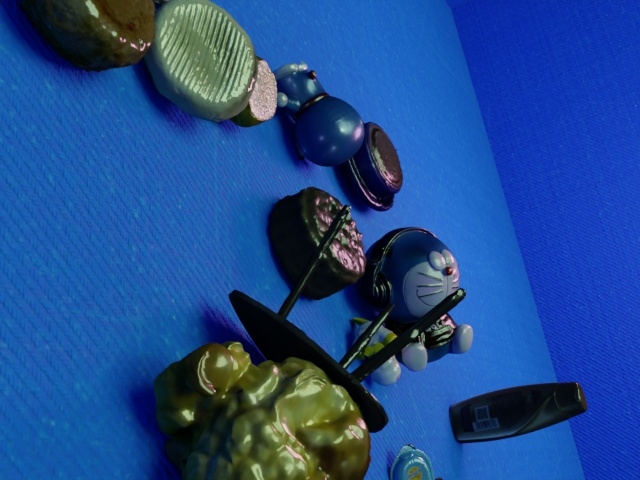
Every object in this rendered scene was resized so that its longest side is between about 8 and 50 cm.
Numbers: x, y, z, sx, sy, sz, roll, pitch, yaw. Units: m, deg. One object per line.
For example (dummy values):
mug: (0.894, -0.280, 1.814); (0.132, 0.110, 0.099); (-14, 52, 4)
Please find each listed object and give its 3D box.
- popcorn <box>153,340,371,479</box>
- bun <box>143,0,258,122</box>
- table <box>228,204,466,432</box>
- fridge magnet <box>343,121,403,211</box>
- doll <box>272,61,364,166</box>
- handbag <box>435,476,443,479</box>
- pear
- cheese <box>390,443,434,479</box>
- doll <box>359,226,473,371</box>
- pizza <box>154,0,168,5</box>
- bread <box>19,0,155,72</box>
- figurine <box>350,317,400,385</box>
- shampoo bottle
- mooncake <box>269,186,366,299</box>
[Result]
popcorn: (-0.088, 0.275, 0.967); (0.332, 0.225, 0.265); (42, 50, -27)
bun: (-0.216, -0.309, 1.247); (0.222, 0.127, 0.222); (5, 81, -31)
table: (0.070, 0.135, 1.162); (0.249, 0.317, 0.317); (-45, 118, -22)
fridge magnet: (0.133, -0.204, 1.875); (0.265, 0.113, 0.265); (41, 37, -42)
doll: (-0.019, -0.283, 1.618); (0.257, 0.161, 0.215); (55, 38, 7)
handbag: (0.261, 0.588, 1.613); (0.139, 0.072, 0.115); (9, 61, -76)
pear: (-0.155, -0.290, 1.381); (0.141, 0.104, 0.141); (-23, 116, -60)
cheese: (0.213, 0.564, 1.521); (0.106, 0.037, 0.256); (-14, 86, -24)
doll: (0.216, 0.122, 1.675); (0.284, 0.240, 0.310); (-19, 106, -39)
pizza: (-0.272, -0.462, 1.347); (0.099, 0.036, 0.160); (54, 30, -29)
bread: (-0.340, -0.349, 1.029); (0.230, 0.123, 0.230); (53, 26, -40)
figurine: (0.133, 0.250, 1.577); (0.178, 0.109, 0.129); (58, 5, -30)
shampoo bottle: (0.521, 0.451, 1.887); (0.084, 0.350, 0.125); (34, 42, -51)
mooncake: (0.000, 0.000, 1.448); (0.228, 0.124, 0.228); (43, 35, -41)
